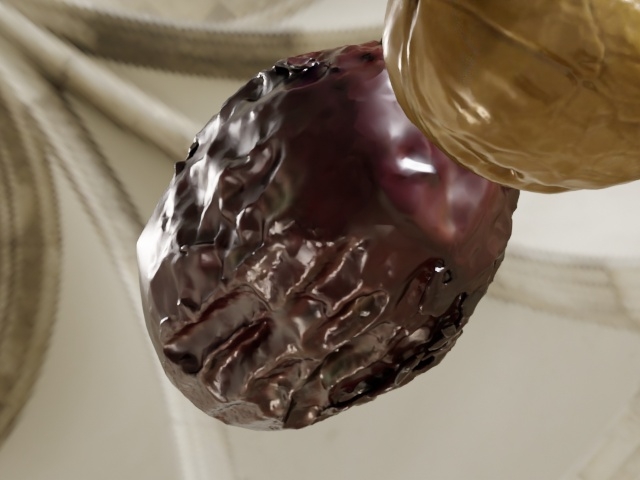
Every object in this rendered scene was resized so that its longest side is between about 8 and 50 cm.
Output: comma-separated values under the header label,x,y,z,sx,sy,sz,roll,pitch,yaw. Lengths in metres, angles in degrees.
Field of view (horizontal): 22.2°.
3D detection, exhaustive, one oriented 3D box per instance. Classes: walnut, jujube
label,x,y,z,sx,sy,sz,roll,pitch,yaw
walnut,0.127,-0.108,0.938,0.165,0.197,0.165,-19,-114,48
jujube,0.000,0.000,1.208,0.376,0.258,0.258,-32,-151,51
